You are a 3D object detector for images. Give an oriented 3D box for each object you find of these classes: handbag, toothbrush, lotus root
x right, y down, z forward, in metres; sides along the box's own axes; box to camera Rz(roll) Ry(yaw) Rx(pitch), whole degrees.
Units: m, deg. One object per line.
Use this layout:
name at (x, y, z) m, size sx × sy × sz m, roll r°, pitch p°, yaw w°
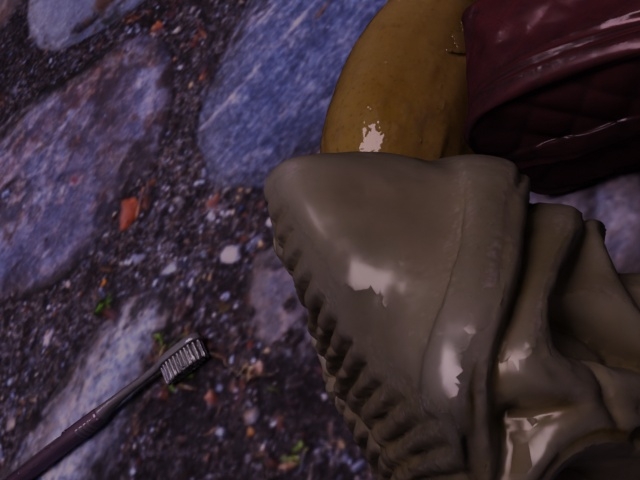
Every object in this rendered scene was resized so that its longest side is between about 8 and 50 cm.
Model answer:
handbag at (0.215, -0.129, 0.918) m, size 0.225 × 0.146 × 0.135 m, roll -17°, pitch 54°, yaw 34°
toothbrush at (-0.244, 0.199, 1.232) m, size 0.354 × 0.024 × 0.029 m, roll -37°, pitch 55°, yaw 19°
lotus root at (0.073, -0.098, 1.029) m, size 0.130 × 0.146 × 0.303 m, roll 1°, pitch 64°, yaw 35°

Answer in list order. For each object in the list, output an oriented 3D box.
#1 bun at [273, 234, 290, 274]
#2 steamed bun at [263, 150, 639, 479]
bun at (0.000, 0.000, 1.106) m, size 0.086 × 0.055 × 0.086 m, roll -14°, pitch 54°, yaw 20°
steamed bun at (0.125, 0.078, 0.806) m, size 0.219 × 0.310 × 0.324 m, roll -26°, pitch 44°, yaw -10°
